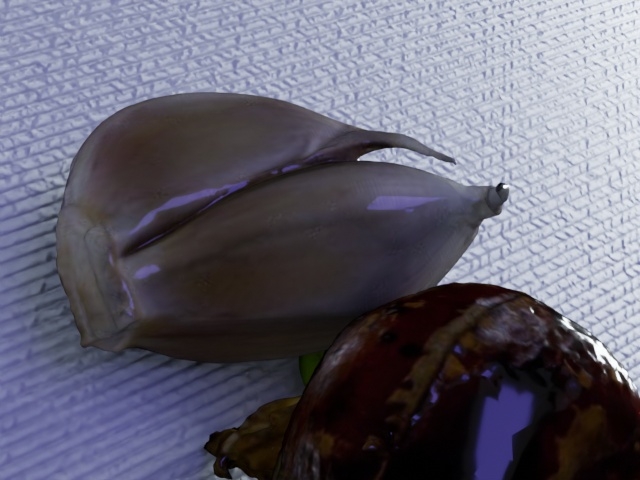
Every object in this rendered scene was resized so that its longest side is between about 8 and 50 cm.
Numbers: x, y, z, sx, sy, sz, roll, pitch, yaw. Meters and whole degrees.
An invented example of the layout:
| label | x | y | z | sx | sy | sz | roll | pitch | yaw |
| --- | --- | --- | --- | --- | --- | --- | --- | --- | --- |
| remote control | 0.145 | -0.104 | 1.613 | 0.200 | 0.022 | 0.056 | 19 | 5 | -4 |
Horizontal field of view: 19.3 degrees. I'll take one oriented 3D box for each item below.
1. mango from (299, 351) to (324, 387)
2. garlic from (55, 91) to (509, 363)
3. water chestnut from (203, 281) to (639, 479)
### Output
| label | x | y | z | sx | sy | sz | roll | pitch | yaw |
| --- | --- | --- | --- | --- | --- | --- | --- | --- | --- |
| mango | 0.017 | 0.098 | 1.579 | 0.073 | 0.056 | 0.108 | 22 | 51 | -21 |
| garlic | -0.029 | -0.035 | 1.472 | 0.246 | 0.340 | 0.232 | 57 | 16 | -69 |
| water chestnut | 0.071 | 0.187 | 1.414 | 0.335 | 0.347 | 0.335 | -28 | 125 | -48 |
